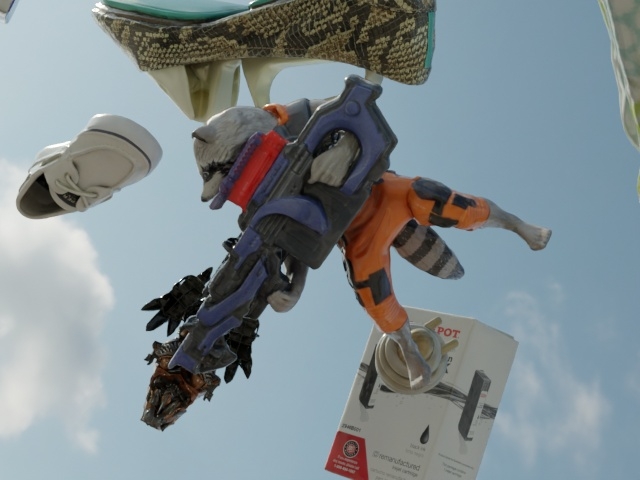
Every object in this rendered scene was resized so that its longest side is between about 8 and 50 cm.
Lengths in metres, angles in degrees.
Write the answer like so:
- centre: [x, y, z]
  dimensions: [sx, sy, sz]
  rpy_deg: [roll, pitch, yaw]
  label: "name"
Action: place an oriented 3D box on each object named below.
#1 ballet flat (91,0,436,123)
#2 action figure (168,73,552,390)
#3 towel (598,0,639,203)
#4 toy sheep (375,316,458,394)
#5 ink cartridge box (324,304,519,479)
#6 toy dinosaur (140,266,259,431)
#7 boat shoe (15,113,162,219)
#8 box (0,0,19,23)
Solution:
- centre: [-0.081, -0.221, 1.400]
  dimensions: [0.483, 0.164, 0.181]
  rpy_deg: [2, -77, 33]
  label: "ballet flat"
- centre: [0.000, 0.000, 1.139]
  dimensions: [0.330, 0.178, 0.341]
  rpy_deg: [37, -68, -14]
  label: "action figure"
- centre: [0.266, -0.186, 0.504]
  dimensions: [0.321, 0.090, 0.374]
  rpy_deg: [-15, -66, 11]
  label: "towel"
- centre: [0.104, 0.134, 1.337]
  dimensions: [0.091, 0.091, 0.132]
  rpy_deg: [34, -26, 14]
  label: "toy sheep"
- centre: [0.147, 0.240, 1.723]
  dimensions: [0.114, 0.272, 0.197]
  rpy_deg: [29, -15, -39]
  label: "ink cartridge box"
- centre: [-0.168, 0.122, 1.703]
  dimensions: [0.165, 0.321, 0.218]
  rpy_deg: [11, -9, -2]
  label: "toy dinosaur"
- centre: [-0.287, -0.077, 1.407]
  dimensions: [0.268, 0.088, 0.096]
  rpy_deg: [-8, -44, 47]
  label: "boat shoe"
- centre: [-0.272, -0.260, 0.916]
  dimensions: [0.126, 0.137, 0.072]
  rpy_deg: [26, -4, -13]
  label: "box"
